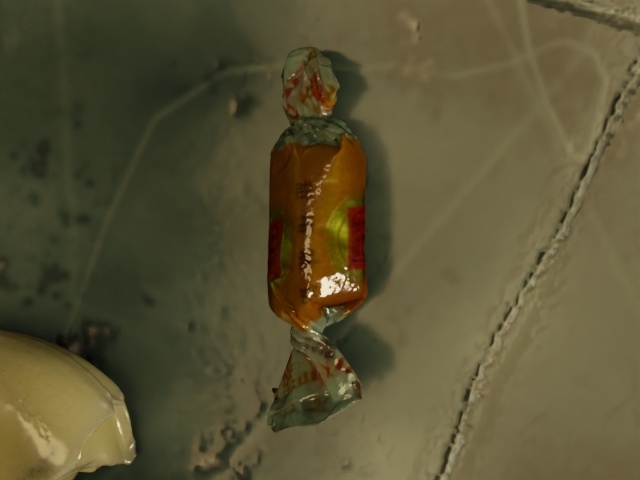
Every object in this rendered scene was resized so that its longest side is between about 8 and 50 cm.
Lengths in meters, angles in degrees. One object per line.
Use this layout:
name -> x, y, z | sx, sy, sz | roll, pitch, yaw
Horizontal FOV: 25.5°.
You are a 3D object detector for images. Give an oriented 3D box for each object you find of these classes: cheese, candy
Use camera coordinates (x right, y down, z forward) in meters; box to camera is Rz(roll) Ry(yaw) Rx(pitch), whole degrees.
cheese -> -0.224, 0.112, 0.719 | 0.249, 0.071, 0.163 | 13, 98, 14
candy -> 0.000, 0.000, 0.662 | 0.046, 0.053, 0.182 | 3, 89, -26
